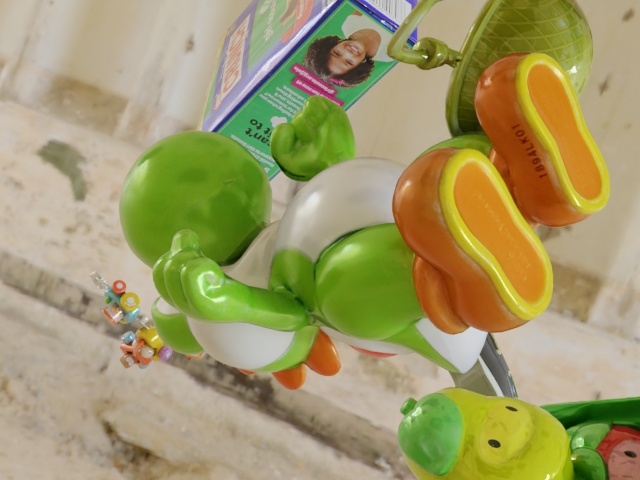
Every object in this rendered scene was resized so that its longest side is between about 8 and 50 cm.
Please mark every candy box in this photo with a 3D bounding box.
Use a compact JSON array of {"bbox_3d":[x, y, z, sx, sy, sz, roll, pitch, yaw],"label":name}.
[{"bbox_3d":[-0.019,-0.259,1.279,0.122,0.317,0.268,30,40,-23],"label":"candy box"}]

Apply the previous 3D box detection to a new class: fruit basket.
[{"bbox_3d":[0.268,0.295,1.100,0.283,0.391,0.392,-13,-21,38],"label":"fruit basket"}]

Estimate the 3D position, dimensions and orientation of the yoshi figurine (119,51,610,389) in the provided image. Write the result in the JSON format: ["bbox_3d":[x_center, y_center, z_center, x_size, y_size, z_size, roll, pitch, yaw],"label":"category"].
[{"bbox_3d":[-0.019,-0.017,0.633,0.204,0.202,0.362,13,-22,-38],"label":"yoshi figurine"}]

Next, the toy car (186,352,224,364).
[{"bbox_3d":[-0.174,0.159,1.443,0.060,0.040,0.122,17,-9,-23],"label":"toy car"}]

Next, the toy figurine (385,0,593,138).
[{"bbox_3d":[0.229,-0.191,0.553,0.217,0.362,0.191,28,1,29],"label":"toy figurine"}]

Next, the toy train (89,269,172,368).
[{"bbox_3d":[-0.268,0.123,1.341,0.125,0.046,0.166,9,-47,46],"label":"toy train"}]

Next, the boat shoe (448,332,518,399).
[{"bbox_3d":[0.215,0.153,1.427,0.069,0.227,0.081,-4,-23,-48],"label":"boat shoe"}]
